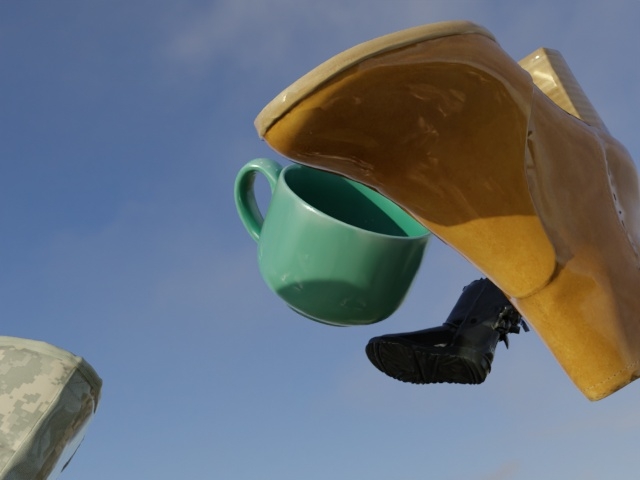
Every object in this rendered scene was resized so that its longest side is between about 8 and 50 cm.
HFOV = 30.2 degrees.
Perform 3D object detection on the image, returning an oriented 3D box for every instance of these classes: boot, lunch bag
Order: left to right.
[{"bbox_3d":[-0.340,0.216,1.067,0.287,0.235,0.169,-10,-56,40],"label":"lunch bag"},{"bbox_3d":[0.108,0.070,0.972,0.121,0.099,0.045,1,-51,37],"label":"boot"},{"bbox_3d":[0.109,-0.007,0.667,0.104,0.211,0.295,-34,-15,39],"label":"boot"}]

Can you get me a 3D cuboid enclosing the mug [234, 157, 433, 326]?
[{"bbox_3d":[0.009,0.003,0.953,0.129,0.158,0.097,5,-64,-31],"label":"mug"}]
